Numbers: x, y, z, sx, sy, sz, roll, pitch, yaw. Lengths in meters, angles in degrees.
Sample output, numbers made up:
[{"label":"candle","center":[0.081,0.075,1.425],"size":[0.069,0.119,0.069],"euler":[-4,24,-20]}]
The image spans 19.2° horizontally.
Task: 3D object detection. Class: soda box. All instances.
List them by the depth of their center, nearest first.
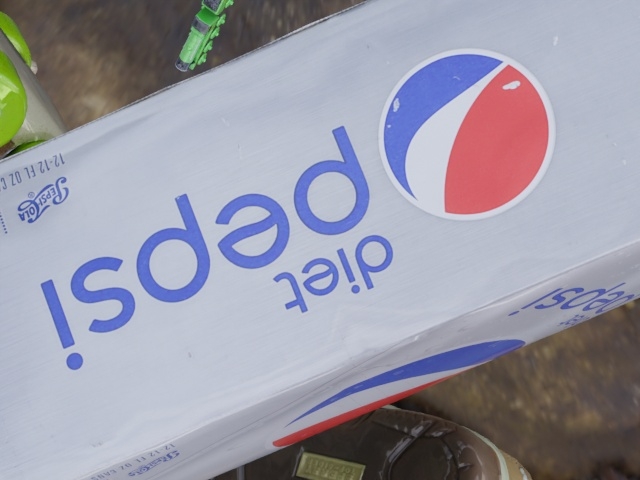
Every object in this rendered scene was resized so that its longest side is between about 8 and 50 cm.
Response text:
[{"label":"soda box","center":[0.000,0.000,0.557],"size":[0.286,0.091,0.098],"euler":[-24,75,5]}]

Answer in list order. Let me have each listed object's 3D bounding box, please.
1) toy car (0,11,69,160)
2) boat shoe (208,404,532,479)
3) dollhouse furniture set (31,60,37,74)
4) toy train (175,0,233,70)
[{"label":"toy car","center":[-0.231,-0.046,0.948],"size":[0.188,0.155,0.149],"euler":[-32,136,0]},{"label":"boat shoe","center":[0.013,0.090,0.732],"size":[0.072,0.190,0.068],"euler":[25,86,-39]},{"label":"dollhouse furniture set","center":[-0.313,-0.201,1.413],"size":[0.151,0.301,0.197],"euler":[23,128,-39]},{"label":"toy train","center":[-0.072,-0.136,1.192],"size":[0.017,0.024,0.083],"euler":[36,136,4]}]
